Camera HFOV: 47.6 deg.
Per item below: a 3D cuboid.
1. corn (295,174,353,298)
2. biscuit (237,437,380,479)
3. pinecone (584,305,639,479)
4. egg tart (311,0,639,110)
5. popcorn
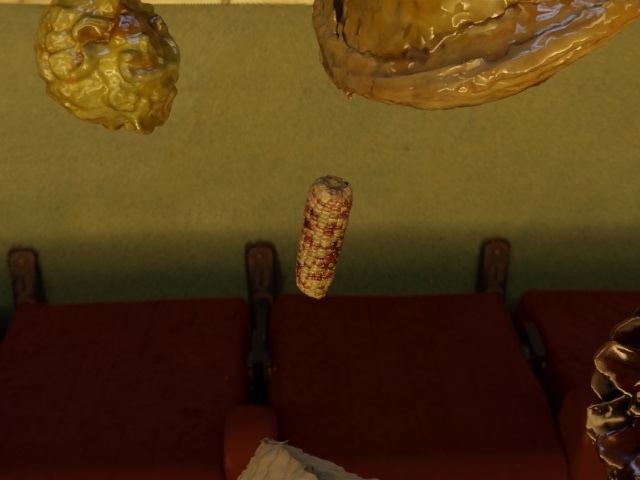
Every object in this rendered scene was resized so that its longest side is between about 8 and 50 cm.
[{"bbox_3d":[0.000,0.000,1.338,0.086,0.086,0.253,9,121,-6],"label":"corn"},{"bbox_3d":[-0.025,0.279,0.666,0.084,0.281,0.179,40,69,-21],"label":"biscuit"},{"bbox_3d":[0.199,0.086,0.352,0.121,0.140,0.140,5,123,-51],"label":"pinecone"},{"bbox_3d":[0.114,-0.208,0.514,0.291,0.290,0.107,-23,127,8],"label":"egg tart"},{"bbox_3d":[-0.305,-0.275,1.073,0.217,0.181,0.235,-44,79,21],"label":"popcorn"}]
